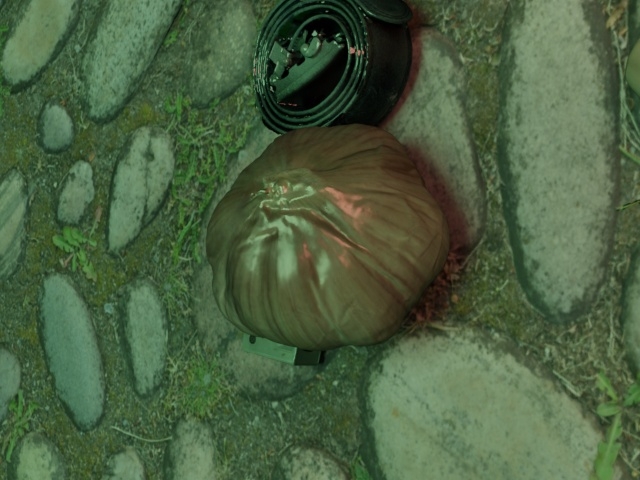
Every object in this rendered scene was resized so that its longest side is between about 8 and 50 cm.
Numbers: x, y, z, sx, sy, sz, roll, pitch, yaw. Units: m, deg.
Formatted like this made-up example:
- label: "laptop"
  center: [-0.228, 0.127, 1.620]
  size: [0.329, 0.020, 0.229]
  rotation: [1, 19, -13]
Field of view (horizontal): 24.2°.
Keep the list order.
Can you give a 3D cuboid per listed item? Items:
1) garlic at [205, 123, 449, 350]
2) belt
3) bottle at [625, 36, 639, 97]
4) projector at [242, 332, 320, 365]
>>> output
- label: "garlic"
  center: [0.000, 0.000, 1.880]
  size: [0.317, 0.259, 0.317]
  rotation: [-11, 54, 15]
- label: "belt"
  center: [0.023, -0.242, 2.001]
  size: [0.267, 0.116, 0.206]
  rotation: [-21, 74, 46]
- label: "bottle"
  center: [0.437, -0.128, 1.562]
  size: [0.120, 0.120, 0.253]
  rotation: [-56, 52, 27]
- label: "projector"
  center: [-0.043, 0.092, 2.075]
  size: [0.115, 0.061, 0.147]
  rotation: [12, 95, 47]
